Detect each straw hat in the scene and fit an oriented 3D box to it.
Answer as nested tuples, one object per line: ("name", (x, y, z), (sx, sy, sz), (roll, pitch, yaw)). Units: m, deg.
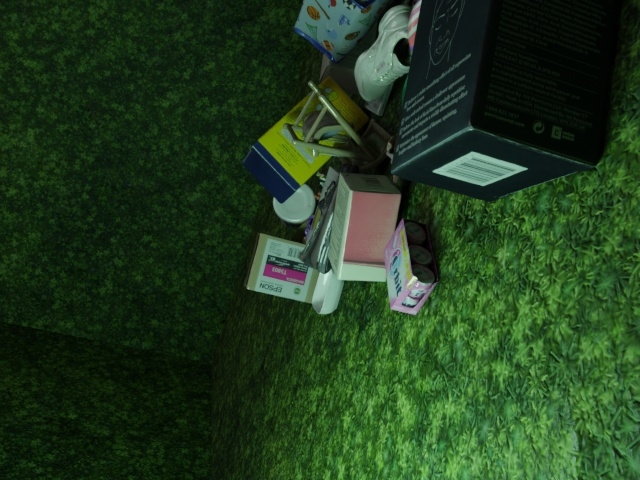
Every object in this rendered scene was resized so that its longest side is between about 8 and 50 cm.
("straw hat", (-0.037, 0.001, 2.318), (0.061, 0.144, 0.145), (39, 122, 30))

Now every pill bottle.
("pill bottle", (-0.088, -0.122, 2.399), (0.272, 0.152, 0.152), (80, -157, -85))

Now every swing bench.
("swing bench", (0.050, -0.308, 1.878), (0.165, 0.254, 0.253), (-58, 18, 14))

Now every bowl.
("bowl", (0.026, 0.147, 1.968), (0.142, 0.053, 0.142), (-142, 67, -74))

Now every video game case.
("video game case", (0.188, -0.479, 2.022), (0.190, 0.022, 0.173), (-115, 41, -69))

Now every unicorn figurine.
("unicorn figurine", (0.204, -0.202, 1.603), (0.162, 0.060, 0.111), (-48, 41, 51))

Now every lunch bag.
("lunch bag", (0.137, -0.797, 2.067), (0.385, 0.239, 0.328), (-50, 2, -22))

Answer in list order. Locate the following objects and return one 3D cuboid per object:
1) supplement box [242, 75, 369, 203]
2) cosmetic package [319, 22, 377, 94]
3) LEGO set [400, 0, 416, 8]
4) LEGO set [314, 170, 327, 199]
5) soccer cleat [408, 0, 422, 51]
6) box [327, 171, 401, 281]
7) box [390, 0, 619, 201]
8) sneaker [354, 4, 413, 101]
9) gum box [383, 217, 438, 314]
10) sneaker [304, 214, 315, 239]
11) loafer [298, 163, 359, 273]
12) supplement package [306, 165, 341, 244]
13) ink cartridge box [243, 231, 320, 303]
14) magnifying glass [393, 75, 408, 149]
("supplement box", (-0.051, -0.319, 2.114), (0.356, 0.195, 0.194), (-45, 5, -19))
("cosmetic package", (0.101, -0.676, 2.269), (0.113, 0.160, 0.310), (131, 151, -63))
("LEGO set", (0.263, -0.646, 1.894), (0.182, 0.060, 0.244), (104, 174, -56))
("LEGO set", (0.021, -0.162, 2.174), (0.287, 0.107, 0.132), (159, 124, -73))
("soccer cleat", (0.261, -0.525, 1.441), (0.095, 0.083, 0.248), (-123, 50, -62))
("box", (0.104, -0.034, 1.614), (0.149, 0.126, 0.233), (-112, 27, -65))
("box", (0.291, -0.295, 1.064), (0.293, 0.211, 0.396), (159, 124, -73))
("sneaker", (0.181, -0.488, 1.814), (0.305, 0.114, 0.152), (116, 148, -49))
("gum box", (0.190, 0.058, 1.405), (0.188, 0.062, 0.107), (-91, 21, -47))
("sneaker", (0.000, 0.000, 2.108), (0.236, 0.104, 0.095), (-93, 24, -47))
("loafer", (0.018, -0.064, 1.738), (0.109, 0.095, 0.303), (-17, -55, -67))
("supplement package", (0.063, -0.068, 1.868), (0.139, 0.133, 0.244), (-124, 50, -72))
("ink cartridge box", (-0.118, 0.092, 2.200), (0.088, 0.234, 0.193), (-172, 96, -76))
("magnifying glass", (0.230, -0.346, 1.732), (0.092, 0.026, 0.231), (175, 111, -75))
